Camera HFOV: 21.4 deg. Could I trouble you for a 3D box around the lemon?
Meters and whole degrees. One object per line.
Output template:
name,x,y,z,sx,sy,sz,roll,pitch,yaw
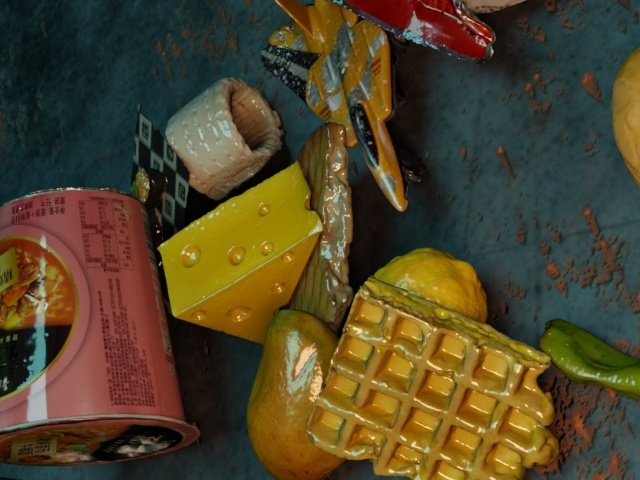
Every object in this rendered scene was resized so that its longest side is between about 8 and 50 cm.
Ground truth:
lemon,0.084,0.073,1.541,0.155,0.114,0.114,-45,47,20

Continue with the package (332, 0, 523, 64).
package,0.102,-0.275,1.657,0.194,0.071,0.269,-40,61,-21

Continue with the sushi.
sushi,-0.191,-0.030,1.833,0.139,0.031,0.201,49,140,44

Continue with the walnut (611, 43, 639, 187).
walnut,0.335,-0.093,1.332,0.193,0.193,0.226,-53,45,12

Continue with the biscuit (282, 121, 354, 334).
biscuit,0.001,0.000,1.659,0.176,0.031,0.229,-124,43,-54

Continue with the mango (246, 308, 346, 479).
mango,-0.012,0.151,1.597,0.115,0.089,0.165,21,104,25

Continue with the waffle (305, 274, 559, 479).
waffle,0.106,0.145,1.465,0.211,0.055,0.160,25,114,9

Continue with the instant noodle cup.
instant noodle cup,-0.250,0.090,1.734,0.244,0.244,0.255,-20,69,36

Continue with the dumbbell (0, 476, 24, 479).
dumbbell,-0.322,0.320,1.826,0.208,0.099,0.099,35,96,45

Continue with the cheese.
cheese,-0.058,0.008,1.679,0.171,0.126,0.093,-45,44,30

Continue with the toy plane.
toy plane,0.048,-0.147,1.696,0.204,0.103,0.316,-40,56,26

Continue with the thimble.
thimble,-0.102,-0.112,1.811,0.090,0.102,0.115,-34,51,26

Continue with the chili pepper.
chili pepper,0.267,0.105,1.401,0.201,0.050,0.052,6,37,41
